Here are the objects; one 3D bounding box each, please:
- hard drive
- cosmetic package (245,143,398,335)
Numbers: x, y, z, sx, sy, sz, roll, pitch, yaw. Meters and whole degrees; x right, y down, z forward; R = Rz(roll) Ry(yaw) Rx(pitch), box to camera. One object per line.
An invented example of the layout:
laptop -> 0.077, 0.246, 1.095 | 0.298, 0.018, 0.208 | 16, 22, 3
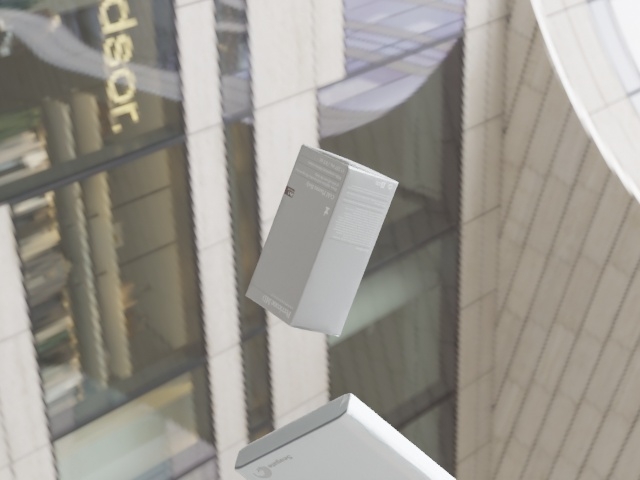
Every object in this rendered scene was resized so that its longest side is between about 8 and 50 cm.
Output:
hard drive -> 0.081, 0.373, 1.705 | 0.353, 0.047, 0.233 | 42, -52, -21
cosmetic package -> 0.000, 0.000, 1.660 | 0.127, 0.107, 0.238 | 27, -83, 50
